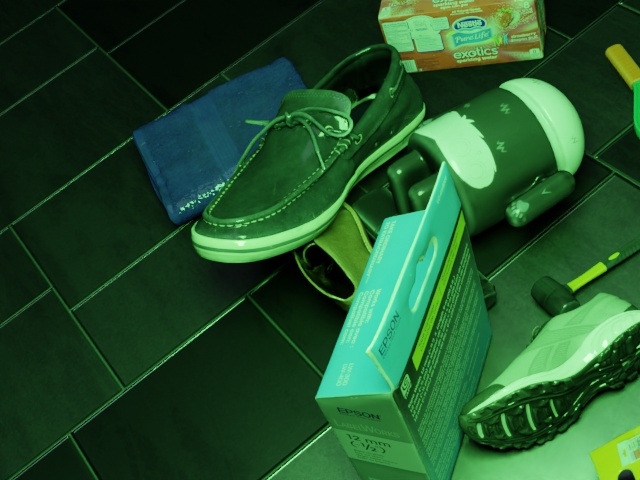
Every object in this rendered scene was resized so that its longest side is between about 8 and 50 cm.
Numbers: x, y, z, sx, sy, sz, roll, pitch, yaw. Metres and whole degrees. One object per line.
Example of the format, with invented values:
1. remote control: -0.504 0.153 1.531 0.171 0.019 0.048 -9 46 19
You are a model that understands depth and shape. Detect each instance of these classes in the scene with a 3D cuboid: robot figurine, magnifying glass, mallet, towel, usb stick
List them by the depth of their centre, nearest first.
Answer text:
1. mallet: 0.371 0.044 1.255 0.189 0.039 0.062 -26 46 -6
2. robot figurine: 0.234 -0.111 1.340 0.278 0.173 0.209 -30 84 -10
3. usb stick: 0.140 0.014 1.362 0.077 0.045 0.278 -31 47 -15
4. magnifying glass: 0.489 -0.218 1.431 0.092 0.026 0.231 -22 50 4
5. towel: -0.146 -0.165 1.609 0.308 0.076 0.228 -27 55 -2

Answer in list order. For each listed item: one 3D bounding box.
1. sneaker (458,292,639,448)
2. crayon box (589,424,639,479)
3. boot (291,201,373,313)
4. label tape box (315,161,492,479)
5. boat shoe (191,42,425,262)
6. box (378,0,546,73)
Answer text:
1. sneaker: 0.281 0.157 1.165 0.271 0.100 0.108 -30 37 -11
2. crayon box: 0.449 0.215 0.957 0.323 0.083 0.203 -34 17 15
3. boot: 0.000 0.000 1.368 0.112 0.115 0.305 -53 45 12
4. label tape box: 0.095 0.110 1.095 0.115 0.348 0.249 6 55 26
5. boat shoe: -0.016 -0.136 1.382 0.186 0.156 0.500 12 40 36
6. box: 0.237 -0.373 1.584 0.256 0.128 0.123 -3 52 20
